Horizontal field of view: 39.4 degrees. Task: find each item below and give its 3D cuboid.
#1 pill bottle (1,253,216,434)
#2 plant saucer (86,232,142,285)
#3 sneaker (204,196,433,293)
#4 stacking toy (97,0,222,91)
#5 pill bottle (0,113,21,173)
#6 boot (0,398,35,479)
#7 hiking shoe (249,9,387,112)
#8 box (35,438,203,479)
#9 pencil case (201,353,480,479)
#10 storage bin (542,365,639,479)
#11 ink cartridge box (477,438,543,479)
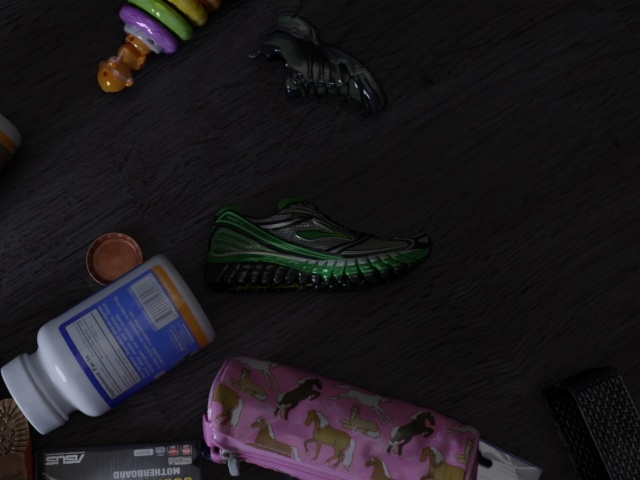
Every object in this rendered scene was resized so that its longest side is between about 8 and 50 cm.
[{"bbox_3d":[-0.297,0.150,1.254,0.272,0.152,0.152,-33,84,-12],"label":"pill bottle"},{"bbox_3d":[-0.310,0.030,1.348,0.083,0.013,0.084,1,79,-6],"label":"plant saucer"},{"bbox_3d":[0.000,0.000,1.331,0.343,0.134,0.146,1,77,-6],"label":"sneaker"},{"bbox_3d":[-0.245,-0.352,1.379,0.175,0.166,0.302,33,87,16],"label":"stacking toy"},{"bbox_3d":[-0.565,-0.079,1.264,0.162,0.162,0.278,30,77,0],"label":"pill bottle"},{"bbox_3d":[-0.424,0.292,1.234,0.059,0.084,0.158,-3,93,-6],"label":"boot"},{"bbox_3d":[0.000,-0.259,1.422,0.227,0.086,0.114,38,90,8],"label":"hiking shoe"},{"bbox_3d":[-0.280,0.379,1.256,0.231,0.056,0.183,-1,78,-7],"label":"box"},{"bbox_3d":[0.031,0.280,1.236,0.386,0.160,0.167,15,74,5],"label":"pencil case"},{"bbox_3d":[0.420,0.287,1.328,0.084,0.122,0.180,-22,82,-11],"label":"storage bin"},{"bbox_3d":[0.196,0.390,1.318,0.206,0.045,0.208,27,77,0],"label":"ink cartridge box"}]
